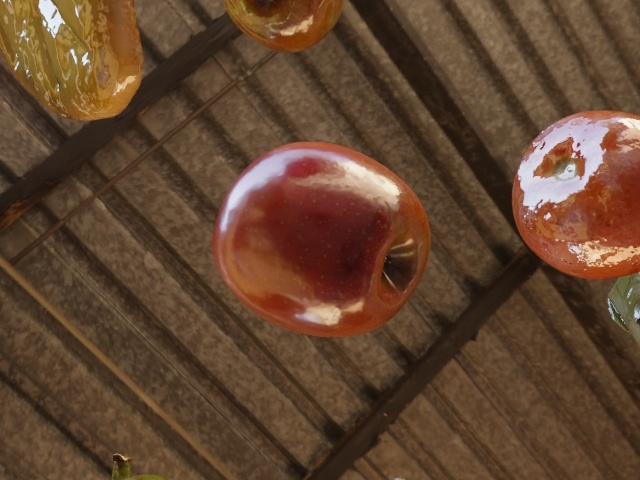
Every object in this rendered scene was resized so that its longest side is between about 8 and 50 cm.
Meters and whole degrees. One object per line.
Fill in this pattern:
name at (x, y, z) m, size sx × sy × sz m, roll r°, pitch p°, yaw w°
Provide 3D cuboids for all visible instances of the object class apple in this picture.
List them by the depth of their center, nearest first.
apple at (-0.025, -0.216, 0.545) m, size 0.099 × 0.102 × 0.114 m, roll -13°, pitch -73°, yaw 24°
apple at (0.000, 0.000, 0.603) m, size 0.181 × 0.169 × 0.180 m, roll -32°, pitch -46°, yaw -41°

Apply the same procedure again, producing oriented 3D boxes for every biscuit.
biscuit at (-0.192, -0.184, 0.459) m, size 0.041 × 0.260 × 0.203 m, roll -12°, pitch -37°, yaw -43°

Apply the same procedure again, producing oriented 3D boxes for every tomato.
tomato at (0.344, -0.052, 0.803) m, size 0.185 × 0.208 × 0.208 m, roll 24°, pitch -94°, yaw -35°

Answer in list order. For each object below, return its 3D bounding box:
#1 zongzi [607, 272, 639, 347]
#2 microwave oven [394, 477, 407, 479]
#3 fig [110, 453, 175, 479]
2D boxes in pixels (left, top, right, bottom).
zongzi at (0.627, 0.162, 0.958) m, size 0.323 × 0.360 × 0.159 m, roll 11°, pitch -69°, yaw 7°
microwave oven at (0.131, 0.353, 0.623) m, size 0.123 × 0.162 × 0.208 m, roll 26°, pitch -110°, yaw -37°
fig at (-0.170, 0.275, 0.579) m, size 0.142 × 0.186 × 0.147 m, roll -11°, pitch -97°, yaw -47°
